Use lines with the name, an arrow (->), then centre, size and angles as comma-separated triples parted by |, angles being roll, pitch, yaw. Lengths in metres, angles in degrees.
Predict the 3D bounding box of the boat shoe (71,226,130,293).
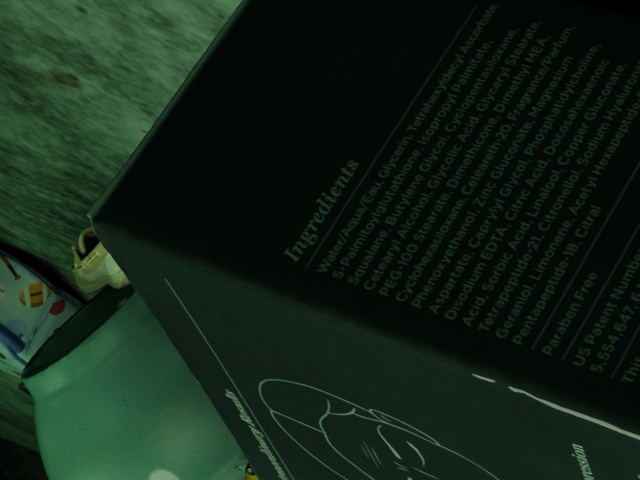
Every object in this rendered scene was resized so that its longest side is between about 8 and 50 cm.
boat shoe -> -0.210, 0.011, 1.761 | 0.059, 0.063, 0.170 | 54, 158, -12

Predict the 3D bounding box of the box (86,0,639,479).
box -> 0.133, 0.049, 0.938 | 0.395, 0.212, 0.293 | 19, 154, 30

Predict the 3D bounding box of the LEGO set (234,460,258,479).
LEGO set -> 0.096, 0.175, 1.563 | 0.331, 0.255, 0.192 | 6, -151, -3

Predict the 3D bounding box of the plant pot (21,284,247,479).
plant pot -> -0.163, 0.144, 1.754 | 0.196, 0.293, 0.293 | 51, 159, -11

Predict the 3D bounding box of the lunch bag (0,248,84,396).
lunch bag -> -0.402, 0.084, 2.191 | 0.243, 0.115, 0.303 | 23, 163, 19
